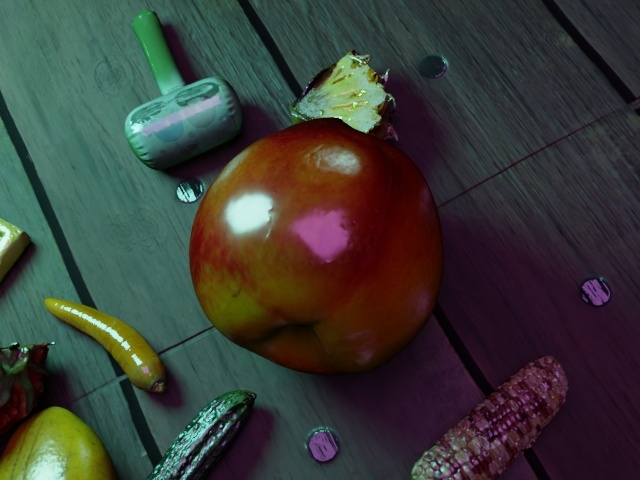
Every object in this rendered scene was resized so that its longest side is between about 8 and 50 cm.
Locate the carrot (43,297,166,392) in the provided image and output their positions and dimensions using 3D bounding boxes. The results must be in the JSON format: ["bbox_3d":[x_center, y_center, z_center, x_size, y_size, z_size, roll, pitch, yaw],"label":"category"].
[{"bbox_3d":[-0.342,0.154,1.237,0.271,0.066,0.062,37,32,19],"label":"carrot"}]

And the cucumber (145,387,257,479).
[{"bbox_3d":[-0.194,0.327,1.146,0.077,0.077,0.265,31,73,15],"label":"cucumber"}]

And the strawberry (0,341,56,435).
[{"bbox_3d":[-0.556,0.236,1.125,0.280,0.253,0.150,-10,84,3],"label":"strawberry"}]

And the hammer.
[{"bbox_3d":[-0.277,-0.291,1.383,0.206,0.119,0.336,-23,62,-5],"label":"hammer"}]

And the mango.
[{"bbox_3d":[-0.378,0.399,1.077,0.199,0.201,0.350,4,50,-13],"label":"mango"}]

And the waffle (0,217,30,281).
[{"bbox_3d":[-0.657,0.024,1.308,0.247,0.055,0.221,27,73,14],"label":"waffle"}]

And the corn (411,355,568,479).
[{"bbox_3d":[0.256,0.280,1.120,0.290,0.098,0.098,-39,71,-15],"label":"corn"}]

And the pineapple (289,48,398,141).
[{"bbox_3d":[0.041,-0.222,1.336,0.186,0.114,0.237,-9,58,1],"label":"pineapple"}]

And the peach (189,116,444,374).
[{"bbox_3d":[0.000,0.000,1.112,0.388,0.388,0.388,-1,68,4],"label":"peach"}]
